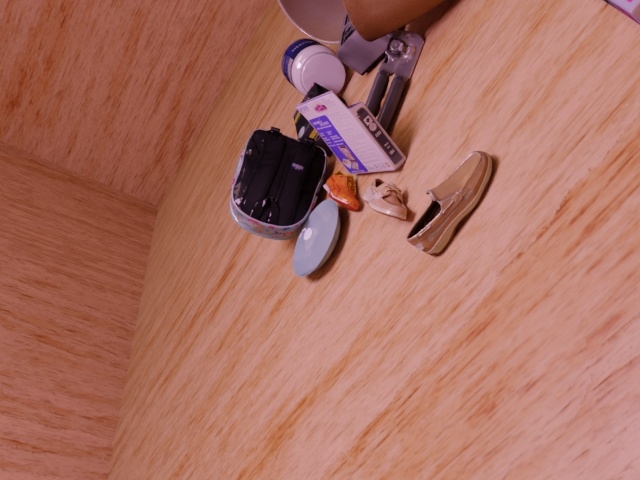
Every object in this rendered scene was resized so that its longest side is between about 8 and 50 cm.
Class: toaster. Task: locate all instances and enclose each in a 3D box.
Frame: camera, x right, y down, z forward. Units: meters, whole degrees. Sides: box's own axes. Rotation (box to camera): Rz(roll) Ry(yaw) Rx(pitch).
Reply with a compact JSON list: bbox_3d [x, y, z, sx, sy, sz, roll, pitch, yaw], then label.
[{"bbox_3d":[0.130,-0.546,1.550,0.186,0.110,0.168,-33,40,52],"label":"toaster"}]

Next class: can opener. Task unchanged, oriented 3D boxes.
[{"bbox_3d":[0.157,-0.344,1.379,0.095,0.076,0.283,51,-120,-80],"label":"can opener"}]

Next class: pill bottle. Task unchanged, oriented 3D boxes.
[{"bbox_3d":[-0.021,-0.503,1.781,0.153,0.153,0.264,-60,25,15],"label":"pill bottle"}]

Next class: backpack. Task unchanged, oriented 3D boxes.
[{"bbox_3d":[-0.116,-0.129,1.537,0.191,0.225,0.253,117,169,-62],"label":"backpack"}]

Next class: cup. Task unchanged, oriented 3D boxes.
[{"bbox_3d":[0.059,-0.767,1.727,0.237,0.331,0.331,-49,11,-35],"label":"cup"}]

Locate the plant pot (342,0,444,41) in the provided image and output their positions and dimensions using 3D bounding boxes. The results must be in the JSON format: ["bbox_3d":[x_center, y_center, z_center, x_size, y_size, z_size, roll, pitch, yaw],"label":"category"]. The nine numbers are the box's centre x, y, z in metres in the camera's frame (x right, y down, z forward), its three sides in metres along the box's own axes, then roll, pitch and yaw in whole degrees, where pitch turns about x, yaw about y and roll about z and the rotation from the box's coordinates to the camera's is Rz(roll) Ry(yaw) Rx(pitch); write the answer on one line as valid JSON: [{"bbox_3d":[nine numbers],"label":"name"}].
[{"bbox_3d":[0.193,-0.582,1.293,0.254,0.237,0.237,-9,55,28],"label":"plant pot"}]

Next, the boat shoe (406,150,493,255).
[{"bbox_3d":[0.204,-0.066,0.975,0.190,0.072,0.068,-61,23,10],"label":"boat shoe"}]

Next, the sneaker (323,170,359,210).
[{"bbox_3d":[0.052,-0.118,1.371,0.067,0.064,0.175,-51,28,11],"label":"sneaker"}]

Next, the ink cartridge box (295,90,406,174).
[{"bbox_3d":[0.059,-0.232,1.283,0.045,0.208,0.206,-47,20,-14],"label":"ink cartridge box"}]

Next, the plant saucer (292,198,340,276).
[{"bbox_3d":[0.000,0.000,1.398,0.195,0.037,0.195,-47,28,36],"label":"plant saucer"}]

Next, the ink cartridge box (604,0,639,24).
[{"bbox_3d":[0.441,-0.431,0.838,0.186,0.065,0.311,-52,25,29],"label":"ink cartridge box"}]

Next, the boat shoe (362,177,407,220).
[{"bbox_3d":[0.127,-0.085,1.173,0.059,0.063,0.170,-68,22,11],"label":"boat shoe"}]

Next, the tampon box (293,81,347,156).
[{"bbox_3d":[0.004,-0.325,1.619,0.120,0.101,0.161,-55,26,26],"label":"tampon box"}]
